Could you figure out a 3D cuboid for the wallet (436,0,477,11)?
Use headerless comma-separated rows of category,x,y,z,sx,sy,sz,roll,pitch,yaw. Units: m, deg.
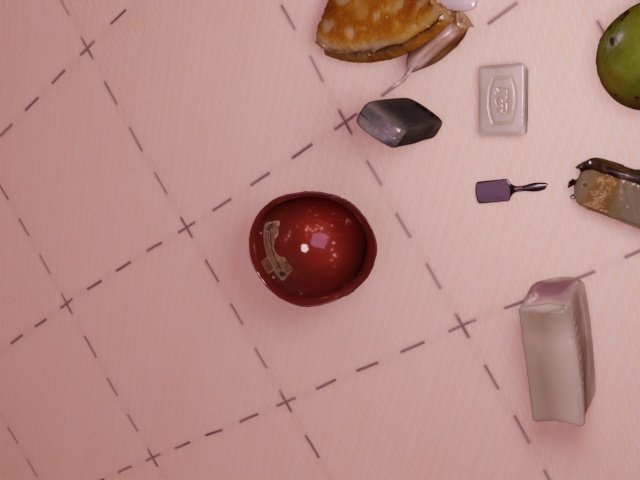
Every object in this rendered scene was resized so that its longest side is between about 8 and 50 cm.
wallet,0.323,-0.647,1.787,0.190,0.033,0.095,-6,99,25

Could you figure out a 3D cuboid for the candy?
candy,0.637,0.296,1.790,0.145,0.208,0.358,-4,103,32

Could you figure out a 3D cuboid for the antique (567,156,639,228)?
antique,0.768,-0.114,1.667,0.284,0.150,0.125,25,114,26

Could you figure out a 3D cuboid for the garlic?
garlic,0.285,-0.505,1.775,0.266,0.148,0.128,-49,67,27

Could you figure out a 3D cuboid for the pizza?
pizza,0.176,-0.684,1.784,0.440,0.130,0.405,4,91,43

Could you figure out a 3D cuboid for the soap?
soap,0.485,-0.371,1.765,0.122,0.064,0.183,3,104,27

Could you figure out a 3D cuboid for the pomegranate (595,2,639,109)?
pomegranate,0.767,-0.457,1.493,0.291,0.291,0.323,-3,102,26

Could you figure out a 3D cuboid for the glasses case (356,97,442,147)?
glasses case,0.213,-0.313,1.759,0.131,0.323,0.074,40,118,15

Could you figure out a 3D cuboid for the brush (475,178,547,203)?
brush,0.523,-0.140,1.833,0.194,0.016,0.062,-3,102,26

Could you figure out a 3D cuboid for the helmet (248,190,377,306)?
helmet,0.000,0.000,1.995,0.385,0.230,0.337,-16,98,19
